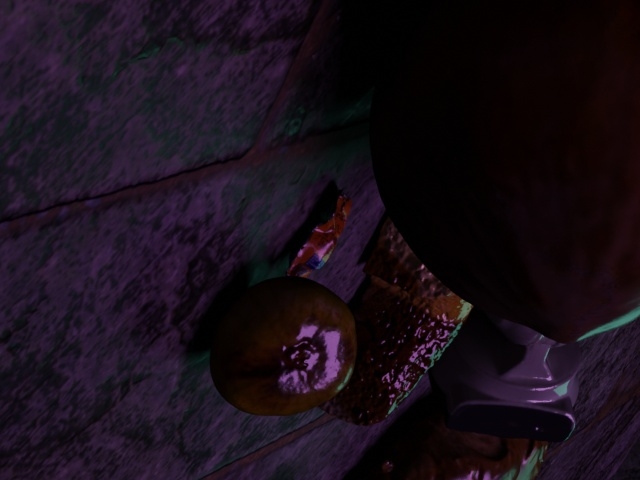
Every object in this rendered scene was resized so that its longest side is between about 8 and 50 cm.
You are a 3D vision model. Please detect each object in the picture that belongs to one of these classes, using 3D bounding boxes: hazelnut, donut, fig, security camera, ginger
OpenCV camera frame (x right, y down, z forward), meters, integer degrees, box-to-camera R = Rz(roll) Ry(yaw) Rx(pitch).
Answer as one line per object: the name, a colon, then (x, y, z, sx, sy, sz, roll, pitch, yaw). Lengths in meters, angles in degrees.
hazelnut: (0.215, -0.100, 1.552, 0.359, 0.359, 0.409, -42, 173, -28)
donut: (0.099, 0.077, 1.935, 0.151, 0.112, 0.295, -15, 139, -56)
fig: (-0.037, 0.102, 1.661, 0.153, 0.136, 0.121, -29, -152, 25)
security camera: (0.252, 0.092, 2.180, 0.191, 0.197, 0.277, -92, -168, -48)
ginger: (0.163, 0.334, 2.461, 0.274, 0.152, 0.357, -38, 164, 18)

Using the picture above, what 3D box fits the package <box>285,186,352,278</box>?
package: (0.001, 0.001, 1.708, 0.111, 0.033, 0.077, -55, 151, -7)
